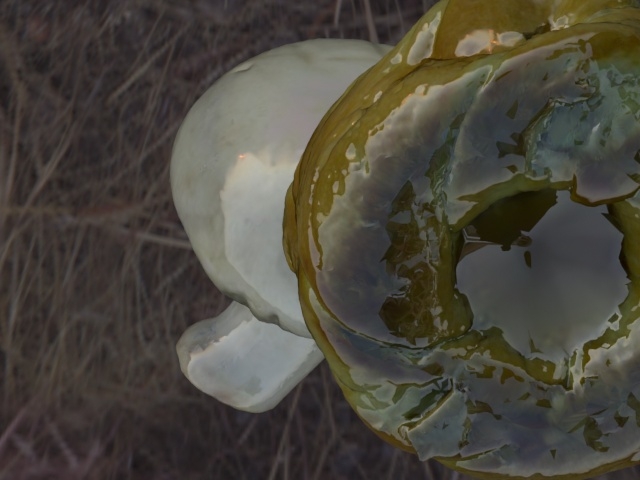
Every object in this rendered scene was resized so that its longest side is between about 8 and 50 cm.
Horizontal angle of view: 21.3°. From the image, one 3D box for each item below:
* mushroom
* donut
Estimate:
[{"bbox_3d":[-0.003,-0.031,1.436,0.356,0.315,0.315,-19,109,14],"label":"mushroom"},{"bbox_3d":[0.148,-0.007,1.197,0.360,0.170,0.360,-1,112,-3],"label":"donut"}]
